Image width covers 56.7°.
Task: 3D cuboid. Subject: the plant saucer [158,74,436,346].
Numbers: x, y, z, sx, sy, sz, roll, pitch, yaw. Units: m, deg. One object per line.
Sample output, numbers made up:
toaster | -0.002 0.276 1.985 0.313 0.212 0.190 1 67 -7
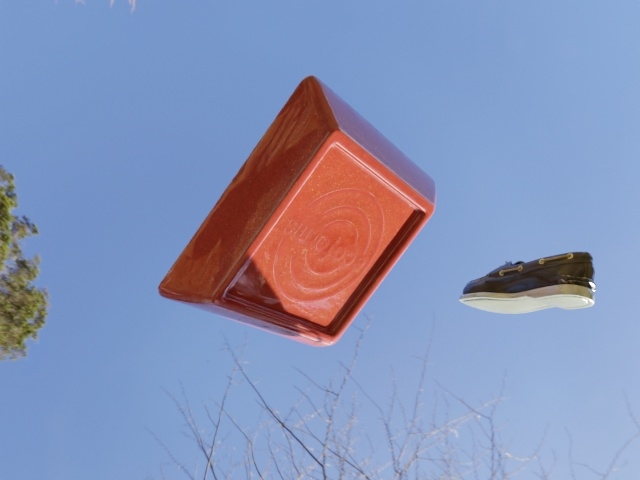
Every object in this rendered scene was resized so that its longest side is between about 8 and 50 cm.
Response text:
plant saucer | 0.002 0.001 0.634 0.259 0.258 0.048 -53 -133 7

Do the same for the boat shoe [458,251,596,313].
boat shoe | 0.295 0.063 0.862 0.081 0.228 0.068 22 -108 -27
